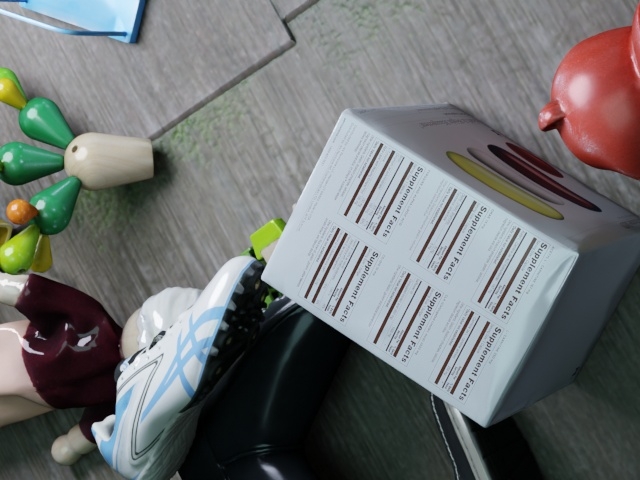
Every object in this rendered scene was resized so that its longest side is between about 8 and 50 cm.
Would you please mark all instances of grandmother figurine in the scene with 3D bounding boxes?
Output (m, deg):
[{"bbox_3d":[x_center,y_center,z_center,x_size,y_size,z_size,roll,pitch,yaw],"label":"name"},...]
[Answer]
[{"bbox_3d":[-0.234,0.102,1.670,0.342,0.104,0.208,-10,133,21],"label":"grandmother figurine"}]

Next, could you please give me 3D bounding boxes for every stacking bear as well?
[{"bbox_3d":[0.291,-0.136,1.368,0.289,0.175,0.164,-29,84,33],"label":"stacking bear"}]

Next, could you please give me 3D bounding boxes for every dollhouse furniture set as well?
[{"bbox_3d":[0.000,0.000,1.564,0.152,0.076,0.058,-36,77,35],"label":"dollhouse furniture set"}]

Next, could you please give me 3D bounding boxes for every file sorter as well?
[{"bbox_3d":[-0.209,-0.263,1.623,0.118,0.104,0.170,20,103,22],"label":"file sorter"}]

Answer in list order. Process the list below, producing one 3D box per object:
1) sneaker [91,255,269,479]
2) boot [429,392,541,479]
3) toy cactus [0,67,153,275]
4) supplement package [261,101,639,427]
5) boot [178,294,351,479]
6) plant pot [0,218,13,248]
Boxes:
[{"bbox_3d":[-0.114,0.098,1.524,0.086,0.085,0.237,38,122,11],"label":"sneaker"},{"bbox_3d":[0.095,0.240,1.536,0.179,0.085,0.236,-28,81,29],"label":"boot"},{"bbox_3d":[-0.233,-0.055,1.642,0.181,0.219,0.112,-3,133,-9],"label":"toy cactus"},{"bbox_3d":[0.107,0.009,1.444,0.203,0.194,0.149,33,109,19],"label":"supplement package"},{"bbox_3d":[-0.010,0.178,1.553,0.246,0.094,0.207,-49,60,28],"label":"boot"},{"bbox_3d":[-0.339,0.003,1.729,0.083,0.081,0.081,34,110,40],"label":"plant pot"}]
